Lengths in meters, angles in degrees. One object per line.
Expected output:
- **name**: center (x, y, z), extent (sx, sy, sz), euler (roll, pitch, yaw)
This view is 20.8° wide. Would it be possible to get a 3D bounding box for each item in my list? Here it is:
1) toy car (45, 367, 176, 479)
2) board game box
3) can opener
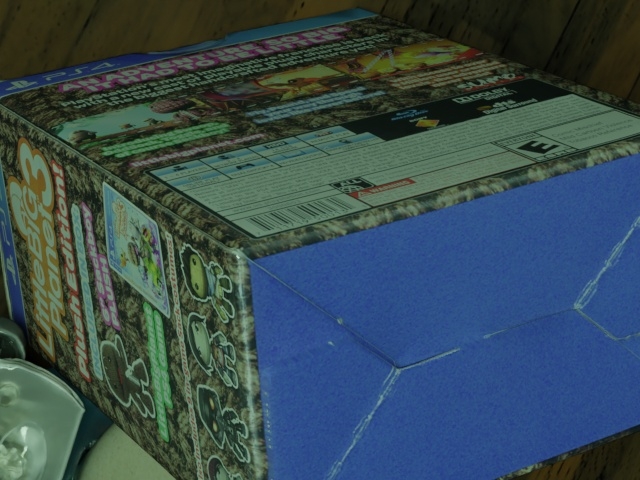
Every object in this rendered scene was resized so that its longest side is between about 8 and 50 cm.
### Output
- **toy car**: center (-0.033, 0.177, 0.966), extent (0.238, 0.219, 0.210), euler (-5, 110, -61)
- **board game box**: center (0.000, 0.000, 0.837), extent (0.232, 0.291, 0.141), euler (-15, 114, -26)
- **can opener**: center (-0.192, 0.177, 0.888), extent (0.076, 0.095, 0.283), euler (16, 107, -14)
